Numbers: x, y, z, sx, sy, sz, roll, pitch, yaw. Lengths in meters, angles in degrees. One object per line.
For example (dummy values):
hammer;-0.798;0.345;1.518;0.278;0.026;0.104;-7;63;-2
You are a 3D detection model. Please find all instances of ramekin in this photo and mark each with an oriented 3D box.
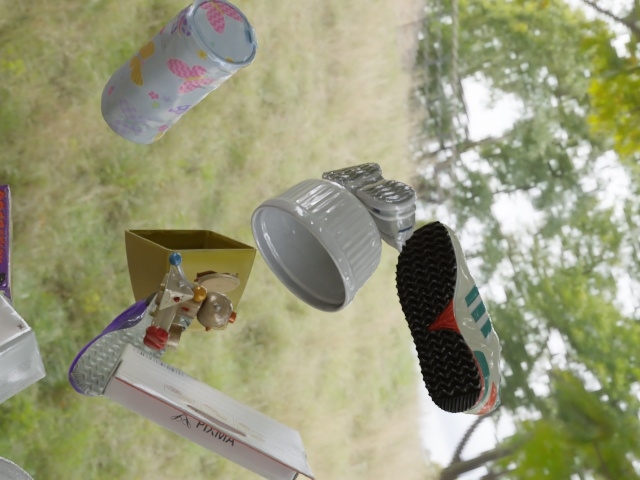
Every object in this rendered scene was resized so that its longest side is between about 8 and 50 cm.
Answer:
ramekin;0.000;0.000;1.561;0.207;0.109;0.207;35;-31;25

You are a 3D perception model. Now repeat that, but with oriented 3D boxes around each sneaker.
sneaker;0.108;0.065;0.800;0.075;0.057;0.161;28;45;-53
sneaker;0.077;-0.057;1.715;0.281;0.105;0.115;-134;-146;-64
sneaker;-0.350;0.190;1.768;0.293;0.146;0.102;-41;104;-47

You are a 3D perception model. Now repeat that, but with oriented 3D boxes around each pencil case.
pencil case;-0.209;-0.240;1.450;0.273;0.124;0.113;-31;-132;44

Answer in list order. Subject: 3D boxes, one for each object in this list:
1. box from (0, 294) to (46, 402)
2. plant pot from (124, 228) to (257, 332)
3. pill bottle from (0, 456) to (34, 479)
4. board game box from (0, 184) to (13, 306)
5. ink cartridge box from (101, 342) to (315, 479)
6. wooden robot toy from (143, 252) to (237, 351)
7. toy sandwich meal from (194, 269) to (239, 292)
box;-0.390;0.127;1.147;0.102;0.101;0.087;40;-34;30
plant pot;-0.285;0.087;2.120;0.212;0.212;0.187;20;-74;52
pill bottle;-0.658;0.544;1.650;0.229;0.408;0.229;49;18;-21
board game box;-0.653;0.017;1.767;0.346;0.208;0.056;-116;-156;-54
ink cartridge box;-0.146;0.235;1.275;0.275;0.060;0.239;29;1;-8
wooden robot toy;-0.121;0.074;0.950;0.173;0.079;0.076;125;-20;-66
toy sandwich meal;-0.190;0.071;1.852;0.085;0.086;0.029;77;9;-63
